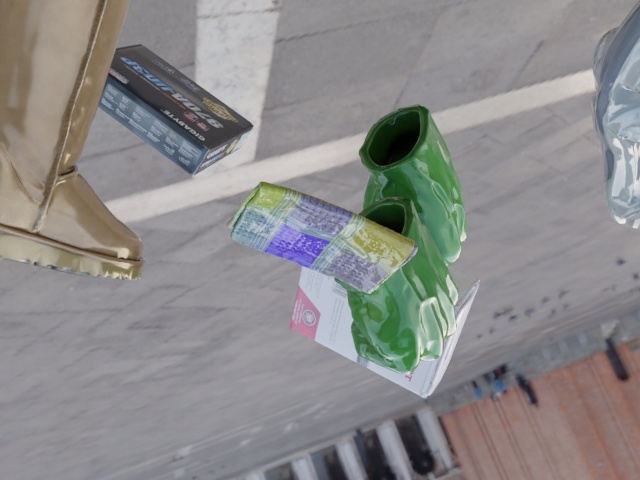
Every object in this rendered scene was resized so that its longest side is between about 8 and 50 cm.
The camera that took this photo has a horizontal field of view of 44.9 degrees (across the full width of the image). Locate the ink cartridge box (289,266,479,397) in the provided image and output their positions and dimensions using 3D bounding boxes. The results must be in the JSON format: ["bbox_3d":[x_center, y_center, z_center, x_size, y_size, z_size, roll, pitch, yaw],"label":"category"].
[{"bbox_3d":[0.083,0.087,1.039,0.092,0.217,0.159,-38,148,-50],"label":"ink cartridge box"}]

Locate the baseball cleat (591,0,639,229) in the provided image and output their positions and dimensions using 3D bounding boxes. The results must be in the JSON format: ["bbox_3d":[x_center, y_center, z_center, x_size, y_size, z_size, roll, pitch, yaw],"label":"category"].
[{"bbox_3d":[0.158,-0.081,0.376,0.072,0.110,0.206,-9,153,8],"label":"baseball cleat"}]

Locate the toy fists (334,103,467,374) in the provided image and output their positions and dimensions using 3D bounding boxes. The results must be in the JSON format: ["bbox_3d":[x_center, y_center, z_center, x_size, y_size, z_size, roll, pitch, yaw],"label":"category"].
[{"bbox_3d":[0.082,0.000,0.751,0.096,0.279,0.142,-15,127,26],"label":"toy fists"}]

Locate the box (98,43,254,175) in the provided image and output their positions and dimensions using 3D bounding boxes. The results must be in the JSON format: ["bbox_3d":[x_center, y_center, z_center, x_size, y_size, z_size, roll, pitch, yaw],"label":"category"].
[{"bbox_3d":[-0.223,-0.194,1.115,0.051,0.220,0.175,-55,177,25],"label":"box"}]

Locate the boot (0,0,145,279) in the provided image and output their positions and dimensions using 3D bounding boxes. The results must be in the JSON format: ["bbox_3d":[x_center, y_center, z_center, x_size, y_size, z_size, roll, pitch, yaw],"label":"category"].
[{"bbox_3d":[-0.182,-0.111,0.595,0.089,0.270,0.236,12,175,18],"label":"boot"}]

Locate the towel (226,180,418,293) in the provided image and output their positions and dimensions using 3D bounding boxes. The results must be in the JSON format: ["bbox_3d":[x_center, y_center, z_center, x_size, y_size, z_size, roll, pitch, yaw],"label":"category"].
[{"bbox_3d":[0.000,0.000,0.374,0.083,0.009,0.060,23,150,-14],"label":"towel"}]
